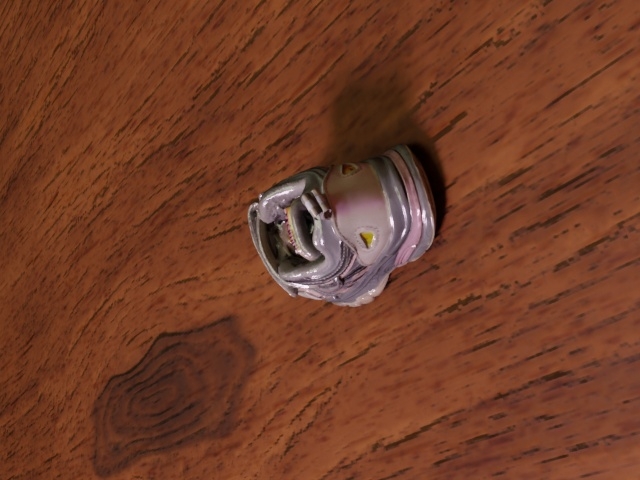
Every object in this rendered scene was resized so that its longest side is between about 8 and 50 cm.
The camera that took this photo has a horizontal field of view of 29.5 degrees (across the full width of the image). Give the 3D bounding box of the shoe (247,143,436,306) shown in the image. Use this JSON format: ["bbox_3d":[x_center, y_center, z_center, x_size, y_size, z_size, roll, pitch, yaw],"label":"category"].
[{"bbox_3d":[0.000,0.000,0.825,0.180,0.092,0.089,-35,69,57],"label":"shoe"}]
